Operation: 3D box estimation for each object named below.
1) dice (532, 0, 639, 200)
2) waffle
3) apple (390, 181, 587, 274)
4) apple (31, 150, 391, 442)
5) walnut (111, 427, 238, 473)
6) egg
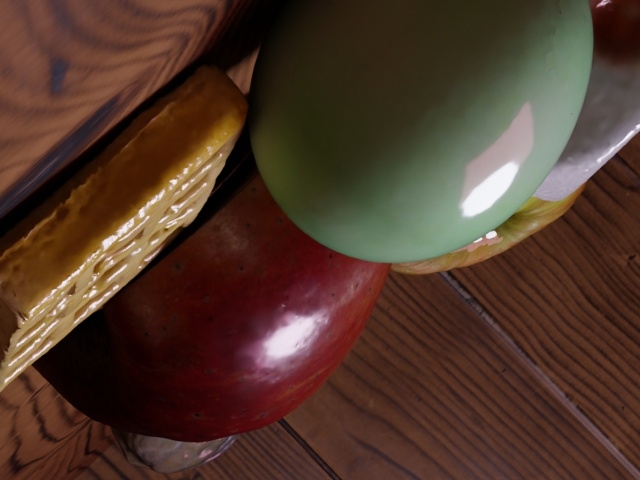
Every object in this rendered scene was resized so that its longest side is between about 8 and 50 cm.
[{"bbox_3d":[0.216,-0.211,1.433,0.259,0.251,0.243,-46,174,27],"label":"dice"},{"bbox_3d":[-0.158,-0.001,1.172,0.221,0.055,0.248,-43,177,-23],"label":"waffle"},{"bbox_3d":[0.149,-0.115,1.826,0.309,0.250,0.277,-26,163,8],"label":"apple"},{"bbox_3d":[-0.087,0.016,1.483,0.365,0.328,0.295,-47,139,-42],"label":"apple"},{"bbox_3d":[-0.200,0.227,2.346,0.224,0.224,0.224,-44,177,-3],"label":"walnut"},{"bbox_3d":[0.069,-0.110,1.155,0.270,0.220,0.220,-57,171,26],"label":"egg"}]
